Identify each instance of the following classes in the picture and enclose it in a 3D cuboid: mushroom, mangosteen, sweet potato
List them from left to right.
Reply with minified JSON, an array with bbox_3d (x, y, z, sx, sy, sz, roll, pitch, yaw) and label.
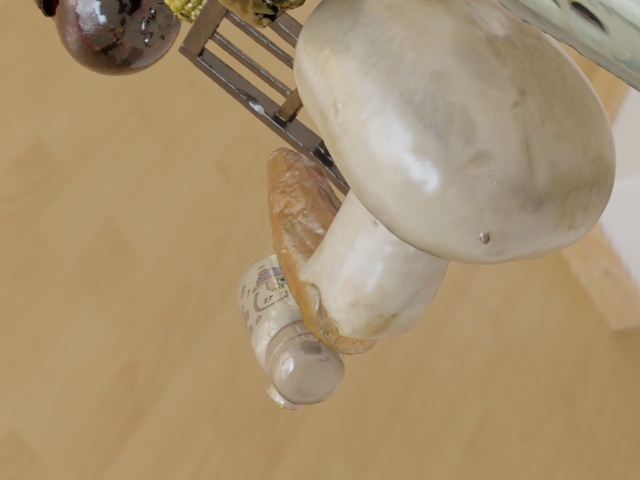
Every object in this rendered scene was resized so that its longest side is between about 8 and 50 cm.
[{"bbox_3d":[-0.292,-0.332,2.300,0.210,0.210,0.210,19,64,-45],"label":"mangosteen"},{"bbox_3d":[0.000,0.000,1.631,0.097,0.097,0.252,22,37,-44],"label":"sweet potato"},{"bbox_3d":[0.077,-0.065,1.346,0.292,0.290,0.292,29,30,-19],"label":"mushroom"}]

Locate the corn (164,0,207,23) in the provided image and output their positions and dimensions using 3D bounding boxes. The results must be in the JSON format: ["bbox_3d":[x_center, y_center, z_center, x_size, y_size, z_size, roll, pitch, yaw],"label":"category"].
[{"bbox_3d":[-0.094,-0.390,2.059,0.115,0.318,0.115,20,48,-25],"label":"corn"}]

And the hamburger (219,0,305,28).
[{"bbox_3d":[-0.078,-0.257,1.306,0.206,0.130,0.183,21,24,-19],"label":"hamburger"}]

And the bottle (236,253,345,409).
[{"bbox_3d":[-0.033,0.105,1.755,0.097,0.110,0.209,27,17,-21],"label":"bottle"}]

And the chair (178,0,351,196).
[{"bbox_3d":[0.077,-0.198,1.946,0.416,0.203,0.240,42,58,-2],"label":"chair"}]

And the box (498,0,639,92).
[{"bbox_3d":[0.214,-0.263,0.776,0.396,0.396,0.111,-45,145,-4],"label":"box"}]
